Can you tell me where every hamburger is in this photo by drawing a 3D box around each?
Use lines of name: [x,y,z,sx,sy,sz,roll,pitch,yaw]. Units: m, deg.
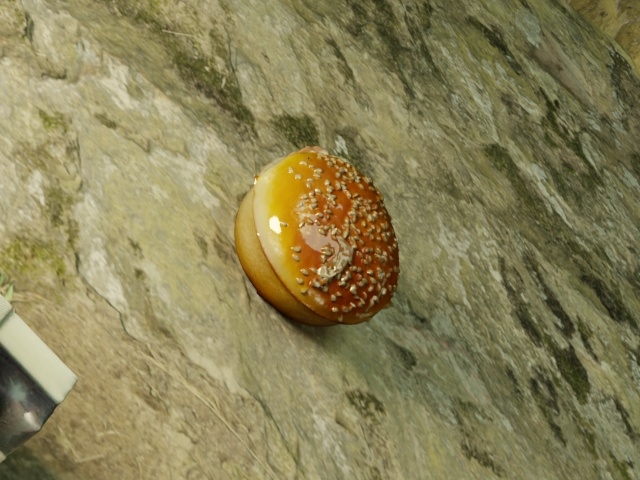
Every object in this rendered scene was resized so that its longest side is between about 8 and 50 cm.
hamburger: [-0.003,-0.002,1.913,0.237,0.147,0.237,35,34,-28]

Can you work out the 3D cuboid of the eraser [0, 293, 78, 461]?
eraser: [-0.380,0.013,1.339,0.404,0.096,0.098,47,26,-10]
